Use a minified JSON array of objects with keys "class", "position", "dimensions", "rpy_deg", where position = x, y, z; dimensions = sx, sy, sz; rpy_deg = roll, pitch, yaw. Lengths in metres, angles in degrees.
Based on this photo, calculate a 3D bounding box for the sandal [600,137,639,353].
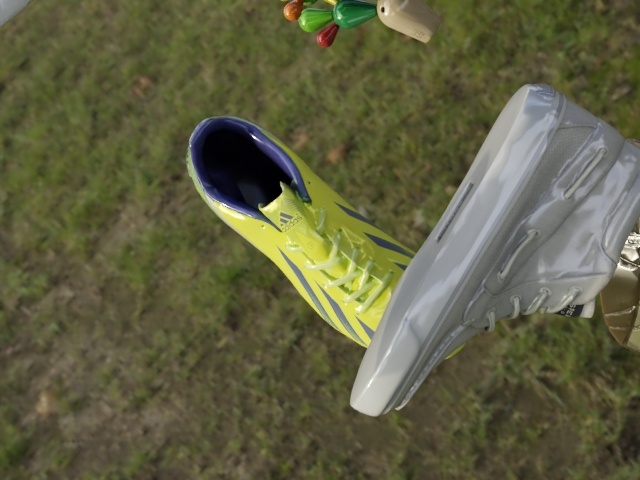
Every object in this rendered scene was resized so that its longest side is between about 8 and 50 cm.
[{"class":"sandal","position":[0.304,0.006,1.113],"dimensions":[0.060,0.219,0.090],"rpy_deg":[-25,22,-36]}]

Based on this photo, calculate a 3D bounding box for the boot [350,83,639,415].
[{"class":"boot","position":[0.130,0.031,0.821],"dimensions":[0.258,0.123,0.095],"rpy_deg":[-60,6,13]}]

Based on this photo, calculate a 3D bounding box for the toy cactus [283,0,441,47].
[{"class":"toy cactus","position":[0.056,-0.286,1.378],"dimensions":[0.219,0.180,0.112],"rpy_deg":[-49,14,42]}]

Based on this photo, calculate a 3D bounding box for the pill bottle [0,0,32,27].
[{"class":"pill bottle","position":[-0.248,-0.224,0.591],"dimensions":[0.161,0.283,0.161],"rpy_deg":[-35,19,14]}]

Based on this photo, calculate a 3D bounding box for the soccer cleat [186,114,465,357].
[{"class":"soccer cleat","position":[-0.001,0.001,0.996],"dimensions":[0.289,0.121,0.093],"rpy_deg":[40,88,14]}]
